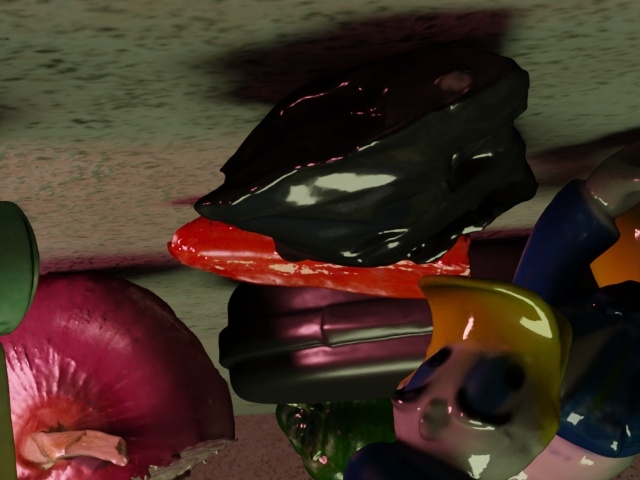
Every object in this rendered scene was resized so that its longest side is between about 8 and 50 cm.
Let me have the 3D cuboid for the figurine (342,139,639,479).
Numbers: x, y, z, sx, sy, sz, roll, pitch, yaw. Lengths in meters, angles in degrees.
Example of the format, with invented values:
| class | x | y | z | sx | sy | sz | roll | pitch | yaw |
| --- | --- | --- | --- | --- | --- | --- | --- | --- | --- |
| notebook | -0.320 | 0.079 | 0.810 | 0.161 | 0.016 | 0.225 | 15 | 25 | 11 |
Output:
| class | x | y | z | sx | sy | sz | roll | pitch | yaw |
| --- | --- | --- | --- | --- | --- | --- | --- | --- | --- |
| figurine | 0.150 | 0.070 | 0.893 | 0.338 | 0.204 | 0.283 | -24 | 161 | -42 |

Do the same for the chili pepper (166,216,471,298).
| class | x | y | z | sx | sy | sz | roll | pitch | yaw |
| --- | --- | --- | --- | --- | --- | --- | --- | --- | --- |
| chili pepper | 0.000 | 0.003 | 0.965 | 0.168 | 0.065 | 0.088 | 0 | -179 | 2 |

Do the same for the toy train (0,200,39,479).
| class | x | y | z | sx | sy | sz | roll | pitch | yaw |
| --- | --- | --- | --- | --- | --- | --- | --- | --- | --- |
| toy train | -0.278 | 0.070 | 0.618 | 0.397 | 0.253 | 0.160 | -1 | 169 | -33 |

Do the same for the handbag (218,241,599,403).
| class | x | y | z | sx | sy | sz | roll | pitch | yaw |
| --- | --- | --- | --- | --- | --- | --- | --- | --- | --- |
| handbag | 0.075 | 0.060 | 1.289 | 0.308 | 0.093 | 0.254 | -7 | 170 | 15 |

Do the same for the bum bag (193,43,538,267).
| class | x | y | z | sx | sy | sz | roll | pitch | yaw |
| --- | --- | --- | --- | --- | --- | --- | --- | --- | --- |
| bum bag | 0.029 | -0.024 | 0.775 | 0.137 | 0.074 | 0.310 | -16 | 171 | 6 |

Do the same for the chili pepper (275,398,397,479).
| class | x | y | z | sx | sy | sz | roll | pitch | yaw |
| --- | --- | --- | --- | --- | --- | --- | --- | --- | --- |
| chili pepper | 0.134 | 0.133 | 1.553 | 0.385 | 0.168 | 0.213 | -6 | 178 | -31 |

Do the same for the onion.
| class | x | y | z | sx | sy | sz | roll | pitch | yaw |
| --- | --- | --- | --- | --- | --- | --- | --- | --- | --- |
| onion | -0.174 | 0.115 | 1.193 | 0.200 | 0.201 | 0.207 | 3 | 140 | -42 |
